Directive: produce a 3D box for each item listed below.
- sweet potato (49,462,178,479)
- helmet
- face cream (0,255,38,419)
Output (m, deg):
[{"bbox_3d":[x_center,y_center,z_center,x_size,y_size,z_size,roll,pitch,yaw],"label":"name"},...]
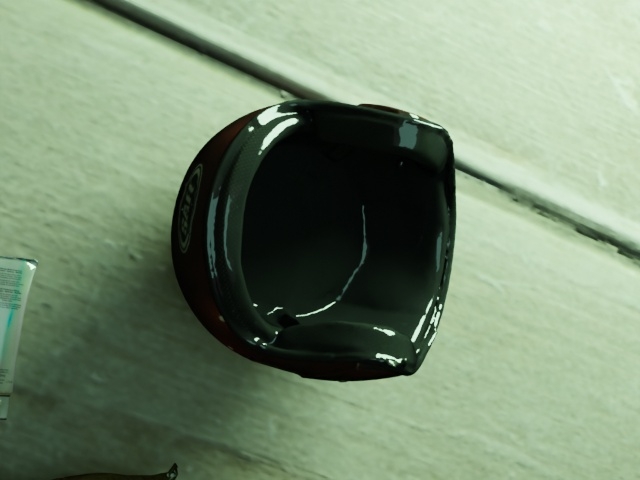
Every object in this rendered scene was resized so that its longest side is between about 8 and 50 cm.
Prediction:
[{"bbox_3d":[-0.224,0.206,1.171,0.269,0.075,0.074,-9,95,-12],"label":"sweet potato"},{"bbox_3d":[0.000,0.000,1.184,0.216,0.193,0.189,13,84,-34],"label":"helmet"},{"bbox_3d":[-0.222,0.066,1.195,0.038,0.020,0.115,8,87,-20],"label":"face cream"}]
